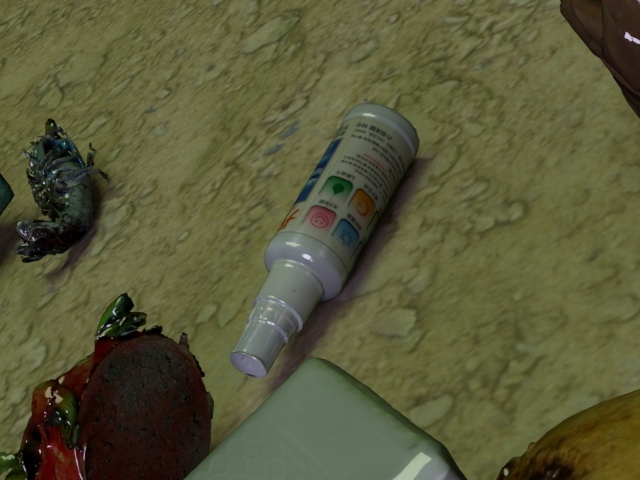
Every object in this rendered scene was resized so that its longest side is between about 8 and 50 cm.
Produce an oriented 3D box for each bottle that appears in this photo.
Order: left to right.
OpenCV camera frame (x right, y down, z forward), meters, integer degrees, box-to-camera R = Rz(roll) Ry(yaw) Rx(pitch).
[{"bbox_3d":[0.000,0.000,1.102,0.060,0.060,0.217,-9,40,42],"label":"bottle"}]

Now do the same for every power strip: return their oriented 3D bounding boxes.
[{"bbox_3d":[-0.018,0.189,0.775,0.224,0.140,0.139,-43,31,-8],"label":"power strip"}]

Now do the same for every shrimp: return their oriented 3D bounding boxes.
[{"bbox_3d":[-0.222,-0.036,1.423,0.174,0.076,0.082,-97,22,-52],"label":"shrimp"}]

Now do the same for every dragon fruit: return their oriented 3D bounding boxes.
[{"bbox_3d":[-0.135,0.131,0.996,0.175,0.138,0.142,-33,50,34],"label":"dragon fruit"}]

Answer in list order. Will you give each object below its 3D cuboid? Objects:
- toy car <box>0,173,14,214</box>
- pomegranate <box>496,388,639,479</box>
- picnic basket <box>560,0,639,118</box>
[{"bbox_3d":[-0.389,0.063,1.414,0.141,0.097,0.321,-4,44,45],"label":"toy car"},{"bbox_3d":[0.148,0.166,0.532,0.260,0.260,0.260,-28,31,19],"label":"pomegranate"},{"bbox_3d":[0.247,-0.205,0.848,0.293,0.337,0.337,-44,29,-10],"label":"picnic basket"}]
